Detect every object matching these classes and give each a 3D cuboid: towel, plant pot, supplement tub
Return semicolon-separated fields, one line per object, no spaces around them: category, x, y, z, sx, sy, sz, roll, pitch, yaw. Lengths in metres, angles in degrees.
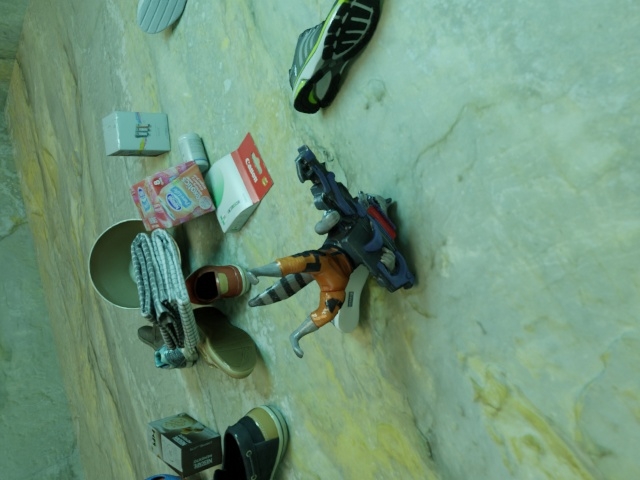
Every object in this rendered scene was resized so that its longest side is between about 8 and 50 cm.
towel;-0.429;0.142;1.483;0.235;0.121;0.283;92;157;-51
plant pot;-0.585;0.085;1.772;0.191;0.284;0.284;115;143;-81
supplement tub;-0.379;-0.257;1.602;0.071;0.071;0.107;-35;68;46

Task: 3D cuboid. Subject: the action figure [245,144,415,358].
action figure;0.000;0.000;1.015;0.341;0.330;0.179;56;156;-15

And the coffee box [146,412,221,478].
coffee box;-0.443;0.654;1.742;0.247;0.141;0.098;5;99;50

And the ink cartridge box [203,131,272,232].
ink cartridge box;-0.229;-0.154;1.456;0.224;0.056;0.181;-48;60;43

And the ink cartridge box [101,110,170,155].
ink cartridge box;-0.607;-0.347;1.774;0.128;0.176;0.127;-4;91;50

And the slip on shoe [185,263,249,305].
slip on shoe;-0.331;0.131;1.575;0.331;0.101;0.122;-13;87;51

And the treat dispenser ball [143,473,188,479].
treat dispenser ball;-0.516;0.913;1.747;0.288;0.288;0.288;9;101;49

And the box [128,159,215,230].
box;-0.439;-0.125;1.568;0.300;0.142;0.154;0;112;60

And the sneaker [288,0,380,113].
sneaker;0.009;-0.410;1.106;0.300;0.111;0.121;-51;53;37

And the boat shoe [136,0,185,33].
boat shoe;-0.454;-0.780;1.605;0.335;0.121;0.119;-50;50;28

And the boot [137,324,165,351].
boot;-0.573;0.279;1.896;0.190;0.076;0.208;24;121;30

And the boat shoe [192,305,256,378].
boat shoe;-0.277;0.304;1.531;0.341;0.122;0.110;35;125;53

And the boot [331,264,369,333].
boot;0.050;0.097;1.155;0.086;0.069;0.189;-160;80;-66

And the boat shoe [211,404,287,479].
boat shoe;-0.216;0.674;1.472;0.187;0.156;0.499;34;121;40

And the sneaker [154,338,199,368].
sneaker;-0.474;0.360;1.721;0.110;0.122;0.283;68;155;13
